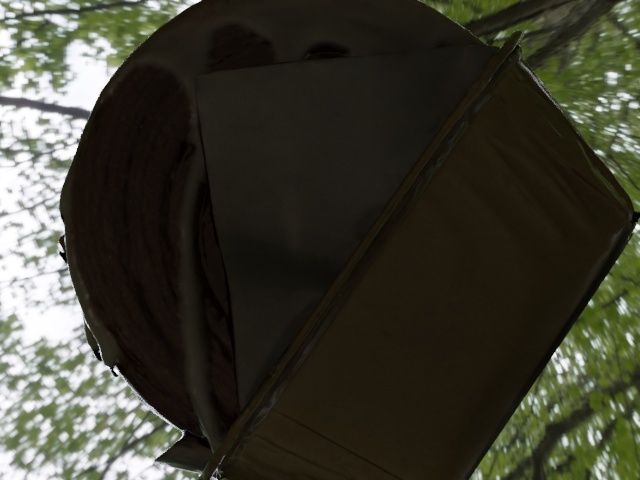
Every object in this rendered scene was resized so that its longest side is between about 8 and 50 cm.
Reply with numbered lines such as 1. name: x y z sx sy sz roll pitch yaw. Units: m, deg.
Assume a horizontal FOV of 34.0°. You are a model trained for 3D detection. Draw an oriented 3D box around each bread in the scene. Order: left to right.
1. bread: 0.000 0.000 0.440 0.212 0.142 0.224 35 -101 5
